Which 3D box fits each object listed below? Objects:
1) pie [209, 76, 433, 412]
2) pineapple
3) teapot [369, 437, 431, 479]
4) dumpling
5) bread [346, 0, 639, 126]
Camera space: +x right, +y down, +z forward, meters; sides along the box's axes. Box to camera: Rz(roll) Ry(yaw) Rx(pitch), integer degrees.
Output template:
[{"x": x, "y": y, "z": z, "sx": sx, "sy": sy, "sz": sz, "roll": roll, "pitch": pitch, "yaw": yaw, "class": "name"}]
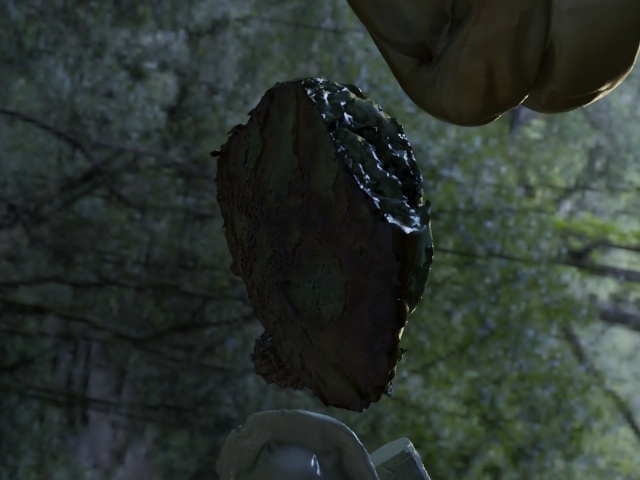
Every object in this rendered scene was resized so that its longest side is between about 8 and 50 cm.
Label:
[{"x": 0.000, "y": 0.000, "z": 1.371, "sx": 0.355, "sy": 0.102, "sz": 0.288, "roll": 61, "pitch": -35, "yaw": 33, "class": "pie"}, {"x": -0.003, "y": 0.151, "z": 1.734, "sx": 0.103, "sy": 0.221, "sz": 0.083, "roll": -30, "pitch": 115, "yaw": -49, "class": "pineapple"}, {"x": 0.152, "y": 0.375, "z": 1.959, "sx": 0.200, "sy": 0.107, "sz": 0.077, "roll": 62, "pitch": -10, "yaw": -7, "class": "teapot"}, {"x": -0.009, "y": 0.255, "z": 1.409, "sx": 0.155, "sy": 0.181, "sz": 0.111, "roll": -53, "pitch": -160, "yaw": 15, "class": "dumpling"}, {"x": 0.120, "y": -0.306, "z": 1.211, "sx": 0.424, "sy": 0.245, "sz": 0.329, "roll": 65, "pitch": -30, "yaw": 15, "class": "bread"}]
